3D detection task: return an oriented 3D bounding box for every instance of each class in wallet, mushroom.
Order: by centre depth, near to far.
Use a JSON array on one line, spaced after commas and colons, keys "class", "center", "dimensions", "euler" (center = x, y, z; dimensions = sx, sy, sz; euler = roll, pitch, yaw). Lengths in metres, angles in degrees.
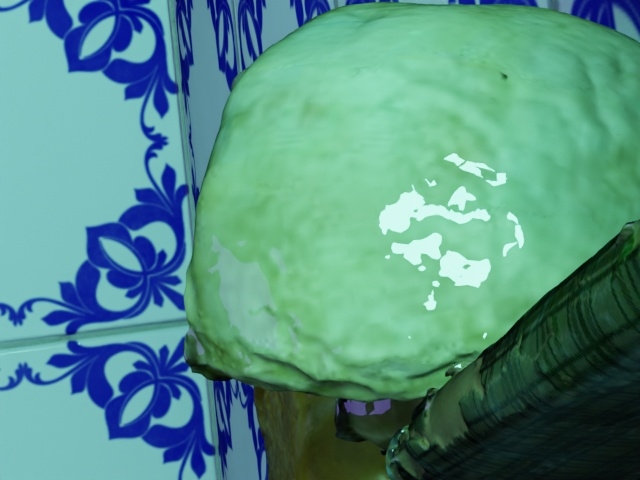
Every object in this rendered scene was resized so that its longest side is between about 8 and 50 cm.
[{"class": "wallet", "center": [0.129, 0.034, 0.477], "dimensions": [0.317, 0.169, 0.044], "euler": [120, 148, -70]}, {"class": "mushroom", "center": [0.084, -0.007, 0.698], "dimensions": [0.267, 0.164, 0.190], "euler": [28, -116, -51]}]

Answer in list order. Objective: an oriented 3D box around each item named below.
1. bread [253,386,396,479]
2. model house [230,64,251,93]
[{"class": "bread", "center": [0.047, 0.144, 0.949], "dimensions": [0.337, 0.148, 0.328], "euler": [91, 173, -56]}, {"class": "model house", "center": [0.006, -0.005, 1.200], "dimensions": [0.229, 0.122, 0.188], "euler": [110, 149, -60]}]
